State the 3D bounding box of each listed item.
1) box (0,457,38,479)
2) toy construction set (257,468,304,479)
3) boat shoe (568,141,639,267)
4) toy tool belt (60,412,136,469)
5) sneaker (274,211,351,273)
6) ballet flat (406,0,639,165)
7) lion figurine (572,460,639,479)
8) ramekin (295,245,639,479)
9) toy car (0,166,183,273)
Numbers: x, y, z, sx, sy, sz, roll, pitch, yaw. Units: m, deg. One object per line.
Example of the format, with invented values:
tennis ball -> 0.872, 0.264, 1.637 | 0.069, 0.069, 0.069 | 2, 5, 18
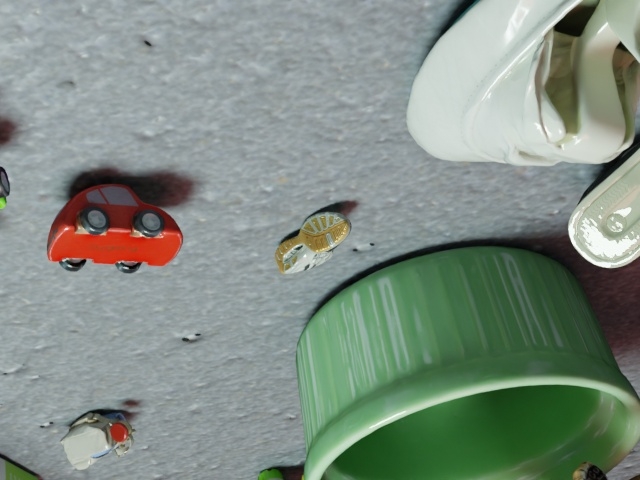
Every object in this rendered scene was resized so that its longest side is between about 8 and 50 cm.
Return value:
box -> -0.360, 0.290, 1.407 | 0.058, 0.232, 0.322 | -15, 151, 17
toy construction set -> 0.046, 0.330, 1.699 | 0.327, 0.151, 0.215 | -4, 127, -27
boat shoe -> 0.293, -0.068, 1.172 | 0.233, 0.084, 0.079 | -37, 180, 28
toy tool belt -> -0.207, 0.187, 1.476 | 0.083, 0.052, 0.051 | -24, 180, 28
sneaker -> 0.000, 0.000, 1.226 | 0.037, 0.032, 0.083 | -1, 158, -45
ballet flat -> 0.182, -0.129, 0.948 | 0.139, 0.139, 0.400 | 8, 146, -30
lion figurine -> 0.224, 0.270, 1.345 | 0.392, 0.142, 0.240 | 7, 151, -36
ramekin -> 0.122, 0.135, 1.363 | 0.303, 0.148, 0.303 | -9, 148, -6
toy car -> -0.234, -0.029, 1.067 | 0.239, 0.053, 0.225 | -14, 151, 4
